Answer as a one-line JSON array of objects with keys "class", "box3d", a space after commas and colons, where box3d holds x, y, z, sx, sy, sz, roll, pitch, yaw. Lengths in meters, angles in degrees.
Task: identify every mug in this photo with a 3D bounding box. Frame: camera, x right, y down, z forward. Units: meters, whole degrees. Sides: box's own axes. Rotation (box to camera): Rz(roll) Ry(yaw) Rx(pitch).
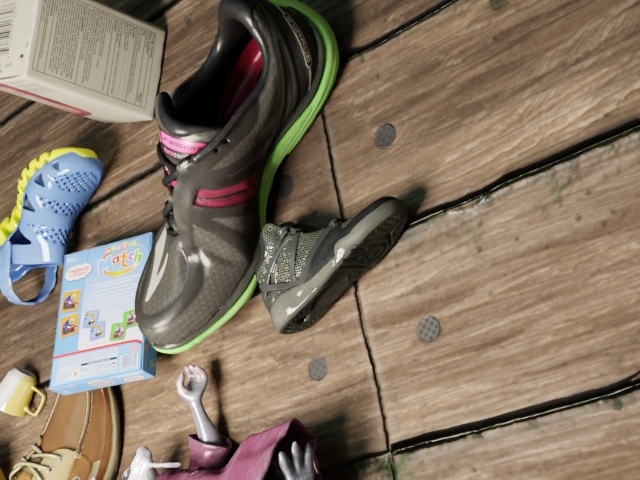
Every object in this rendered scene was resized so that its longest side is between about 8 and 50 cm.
[{"class": "mug", "box3d": [-0.477, 0.241, 1.513, 0.064, 0.078, 0.062, -63, 18, -1]}]

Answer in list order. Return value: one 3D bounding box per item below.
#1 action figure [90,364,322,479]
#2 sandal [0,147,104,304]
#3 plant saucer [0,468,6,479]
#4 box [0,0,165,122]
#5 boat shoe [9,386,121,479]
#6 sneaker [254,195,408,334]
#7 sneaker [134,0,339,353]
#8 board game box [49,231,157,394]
[{"class": "action figure", "box3d": [-0.127, 0.326, 1.164, 0.370, 0.248, 0.275, -12, 116, 50]}, {"class": "sandal", "box3d": [-0.427, -0.014, 1.487, 0.317, 0.126, 0.138, -50, 58, 30]}, {"class": "plant saucer", "box3d": [-0.606, 0.519, 1.534, 0.333, 0.081, 0.333, -16, 71, 35]}, {"class": "box", "box3d": [-0.364, -0.274, 1.408, 0.127, 0.232, 0.148, 2, 81, 40]}, {"class": "boat shoe", "box3d": [-0.375, 0.346, 1.356, 0.122, 0.120, 0.324, 4, 83, 39]}, {"class": "sneaker", "box3d": [0.000, 0.000, 1.148, 0.227, 0.087, 0.130, -45, 62, 29]}, {"class": "sneaker", "box3d": [-0.150, -0.092, 1.214, 0.185, 0.202, 0.482, 23, 95, 40]}, {"class": "board game box", "box3d": [-0.304, 0.104, 1.359, 0.160, 0.039, 0.211, -14, 61, 23]}]
